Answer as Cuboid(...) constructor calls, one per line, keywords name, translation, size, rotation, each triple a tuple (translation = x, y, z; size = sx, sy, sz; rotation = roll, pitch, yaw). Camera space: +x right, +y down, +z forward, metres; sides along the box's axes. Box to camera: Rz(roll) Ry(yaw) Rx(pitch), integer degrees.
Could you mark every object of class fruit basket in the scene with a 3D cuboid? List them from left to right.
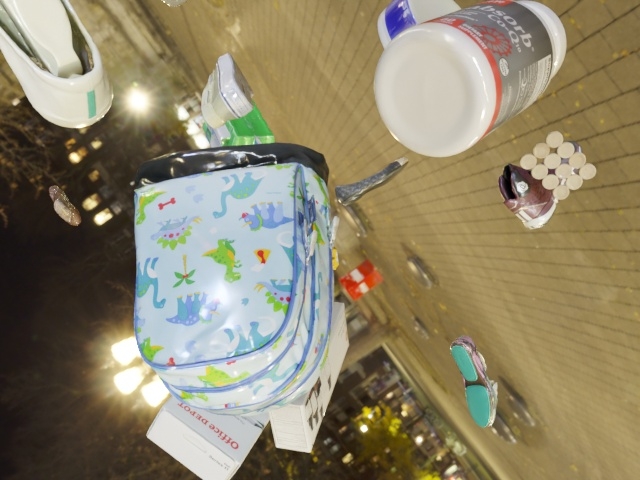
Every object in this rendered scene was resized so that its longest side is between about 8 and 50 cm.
Cuboid(name="fruit basket", translation=(-0.253, -0.206, 1.580), size=(0.326, 0.166, 0.352), rotation=(62, 139, 36))

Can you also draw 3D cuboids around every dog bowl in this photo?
Cuboid(name="dog bowl", translation=(0.271, -0.488, 1.354), size=(0.264, 0.265, 0.104), rotation=(54, 135, 1))

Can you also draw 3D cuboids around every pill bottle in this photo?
Cuboid(name="pill bottle", translation=(0.275, -0.299, 0.971), size=(0.210, 0.363, 0.210), rotation=(25, 131, 31))

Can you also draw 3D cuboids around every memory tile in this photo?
Cuboid(name="memory tile", translation=(0.556, -0.175, 1.307), size=(0.148, 0.113, 0.012), rotation=(42, -153, -6))

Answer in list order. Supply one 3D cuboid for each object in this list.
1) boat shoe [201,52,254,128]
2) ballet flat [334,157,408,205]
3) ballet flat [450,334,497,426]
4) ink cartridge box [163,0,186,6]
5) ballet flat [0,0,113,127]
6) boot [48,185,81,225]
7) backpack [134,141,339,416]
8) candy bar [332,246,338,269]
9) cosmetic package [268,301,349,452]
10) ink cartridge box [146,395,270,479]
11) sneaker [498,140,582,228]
Cuboid(name="boat shoe", translation=(-0.204, -0.318, 1.173), size=(0.109, 0.094, 0.302), rotation=(59, -173, -26))
Cuboid(name="ballet flat", translation=(0.110, -0.135, 1.199), size=(0.049, 0.173, 0.057), rotation=(61, -178, 13))
Cuboid(name="ballet flat", translation=(0.375, 0.327, 1.324), size=(0.077, 0.079, 0.221), rotation=(-18, 93, 49))
Cuboid(name="ink cartridge box", translation=(-0.132, -0.429, 0.620), size=(0.129, 0.310, 0.272), rotation=(70, -165, 5))
Cuboid(name="ballet flat", translation=(-0.375, -0.324, 0.657), size=(0.400, 0.139, 0.139), rotation=(57, 177, -6))
Cuboid(name="boot", translation=(-0.532, -0.057, 1.176), size=(0.114, 0.037, 0.106), rotation=(34, 155, 50))
Cuboid(name="backpack", translation=(-0.114, 0.049, 0.736), size=(0.273, 0.291, 0.355), rotation=(72, -167, -79))
Cuboid(name="candy bar", translation=(0.000, 0.000, 0.936), size=(0.161, 0.018, 0.040), rotation=(-125, 27, -60))
Cuboid(name="cosmetic package", translation=(-0.011, 0.205, 0.884), size=(0.239, 0.061, 0.098), rotation=(-62, -29, -55))
Cuboid(name="ink cartridge box", translation=(-0.166, 0.286, 0.945), size=(0.153, 0.086, 0.208), rotation=(36, -151, 5))
Cuboid(name="sneaker", translation=(0.568, -0.182, 1.465), size=(0.163, 0.281, 0.106), rotation=(34, 162, -8))
